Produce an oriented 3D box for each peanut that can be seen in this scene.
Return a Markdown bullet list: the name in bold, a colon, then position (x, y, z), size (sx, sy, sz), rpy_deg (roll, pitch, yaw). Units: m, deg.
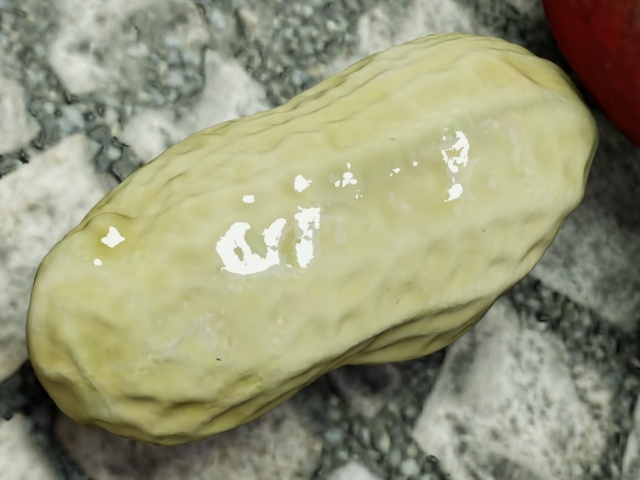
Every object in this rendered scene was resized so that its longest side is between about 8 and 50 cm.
- **peanut**: position (0.000, 0.000, 0.880), size (0.313, 0.152, 0.152), rpy_deg (-26, 93, -29)

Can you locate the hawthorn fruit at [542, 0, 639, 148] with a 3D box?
- **hawthorn fruit**: position (0.244, -0.157, 0.921), size (0.311, 0.295, 0.295), rpy_deg (-30, 95, -27)
